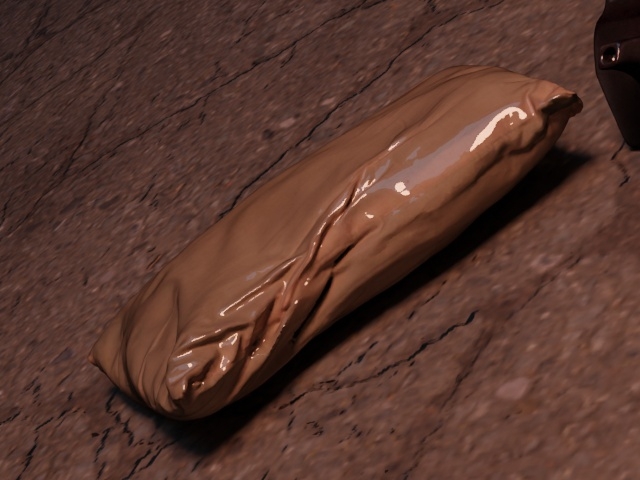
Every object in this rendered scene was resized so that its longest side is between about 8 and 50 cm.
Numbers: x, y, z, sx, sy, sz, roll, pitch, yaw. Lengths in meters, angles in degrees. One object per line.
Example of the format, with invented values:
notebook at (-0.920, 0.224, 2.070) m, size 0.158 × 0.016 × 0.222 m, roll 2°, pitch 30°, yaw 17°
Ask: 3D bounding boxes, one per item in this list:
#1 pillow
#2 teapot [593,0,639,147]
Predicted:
pillow at (0.000, 0.000, 0.952) m, size 0.270 × 0.067 × 0.173 m, roll -38°, pitch 17°, yaw -4°
teapot at (0.180, -0.123, 0.890) m, size 0.087 × 0.096 × 0.177 m, roll -12°, pitch 32°, yaw 46°
